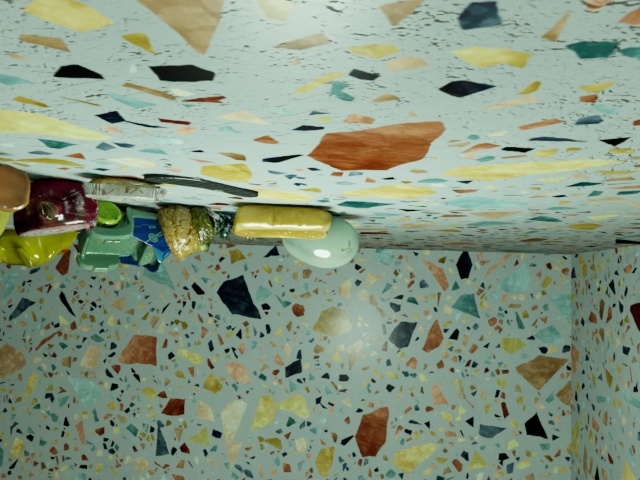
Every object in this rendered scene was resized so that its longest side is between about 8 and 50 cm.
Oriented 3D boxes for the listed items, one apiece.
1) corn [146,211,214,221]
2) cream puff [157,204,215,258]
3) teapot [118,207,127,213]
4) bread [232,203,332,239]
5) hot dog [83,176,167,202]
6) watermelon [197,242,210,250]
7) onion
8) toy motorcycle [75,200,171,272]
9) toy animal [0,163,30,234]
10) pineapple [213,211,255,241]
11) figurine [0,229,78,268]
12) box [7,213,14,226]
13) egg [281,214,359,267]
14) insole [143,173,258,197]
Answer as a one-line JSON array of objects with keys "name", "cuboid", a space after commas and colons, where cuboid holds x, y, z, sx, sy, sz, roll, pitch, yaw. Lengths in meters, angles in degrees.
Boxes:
[{"name": "corn", "cuboid": [-0.522, -0.056, 1.916, 0.281, 0.092, 0.092, 1, 176, -3]}, {"name": "cream puff", "cuboid": [-0.416, -0.048, 1.714, 0.169, 0.183, 0.183, -21, 179, -8]}, {"name": "teapot", "cuboid": [-0.675, -0.078, 1.804, 0.080, 0.085, 0.110, 1, 159, -3]}, {"name": "bread", "cuboid": [-0.118, -0.060, 1.642, 0.305, 0.091, 0.142, 3, 156, -5]}, {"name": "hot dog", "cuboid": [-0.465, -0.121, 1.279, 0.192, 0.053, 0.099, 1, 178, -25]}, {"name": "watermelon", "cuboid": [-0.560, -0.022, 2.130, 0.301, 0.129, 0.123, 6, 176, 26]}, {"name": "onion", "cuboid": [-0.648, -0.083, 1.292, 0.195, 0.139, 0.218, -1, 176, -12]}, {"name": "toy motorcycle", "cuboid": [-0.610, 0.009, 1.737, 0.327, 0.199, 0.191, 5, 138, -35]}, {"name": "toy animal", "cuboid": [-0.752, -0.072, 1.104, 0.338, 0.191, 0.216, -2, 175, 44]}, {"name": "pineapple", "cuboid": [-0.287, -0.042, 1.925, 0.083, 0.103, 0.221, -1, 176, 39]}, {"name": "figurine", "cuboid": [-0.953, -0.019, 1.812, 0.218, 0.169, 0.327, 8, -164, 9]}, {"name": "box", "cuboid": [-0.908, -0.086, 1.575, 0.300, 0.106, 0.200, 3, 178, -2]}, {"name": "egg", "cuboid": [0.000, 0.000, 1.802, 0.264, 0.182, 0.183, 9, 176, -1]}, {"name": "insole", "cuboid": [-0.282, -0.132, 1.304, 0.110, 0.012, 0.309, -3, 173, 41]}]
